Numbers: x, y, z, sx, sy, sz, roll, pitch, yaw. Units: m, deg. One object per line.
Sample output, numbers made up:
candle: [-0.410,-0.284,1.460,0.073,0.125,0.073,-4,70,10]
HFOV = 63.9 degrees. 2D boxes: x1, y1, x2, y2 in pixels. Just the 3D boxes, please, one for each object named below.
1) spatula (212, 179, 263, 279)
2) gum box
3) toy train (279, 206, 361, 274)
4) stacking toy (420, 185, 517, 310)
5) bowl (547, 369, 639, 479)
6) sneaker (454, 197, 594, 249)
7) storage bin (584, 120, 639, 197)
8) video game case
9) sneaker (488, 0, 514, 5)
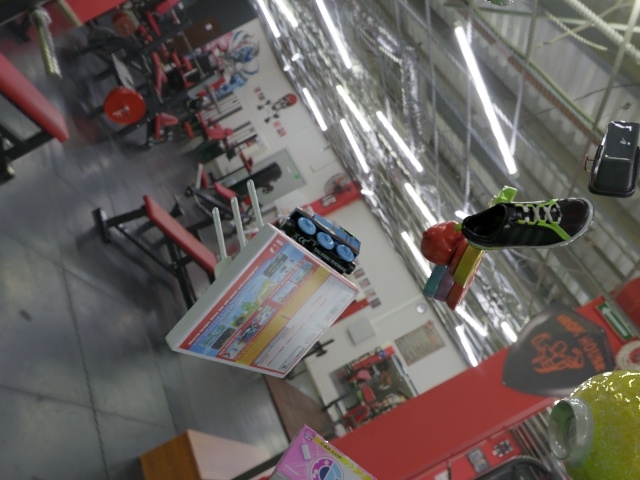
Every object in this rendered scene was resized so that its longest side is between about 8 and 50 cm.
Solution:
spatula: [-0.185,-0.012,1.163,0.019,0.168,0.242,26,37,-49]
gum box: [0.010,0.463,0.987,0.188,0.107,0.062,35,-47,6]
toy train: [0.000,0.000,1.069,0.184,0.080,0.105,35,30,-12]
stacking toy: [0.329,0.001,1.213,0.130,0.279,0.309,28,-21,18]
bowl: [0.546,0.385,1.004,0.289,0.156,0.289,12,90,-89]
sneaker: [0.361,-0.030,0.923,0.097,0.235,0.084,30,52,-50]
storage bin: [0.580,-0.168,1.014,0.098,0.135,0.091,12,-30,28]
video game case: [-0.066,0.106,0.765,0.025,0.204,0.285,43,3,34]
sneaker: [0.250,-0.398,0.793,0.109,0.040,0.044,26,-18,30]
